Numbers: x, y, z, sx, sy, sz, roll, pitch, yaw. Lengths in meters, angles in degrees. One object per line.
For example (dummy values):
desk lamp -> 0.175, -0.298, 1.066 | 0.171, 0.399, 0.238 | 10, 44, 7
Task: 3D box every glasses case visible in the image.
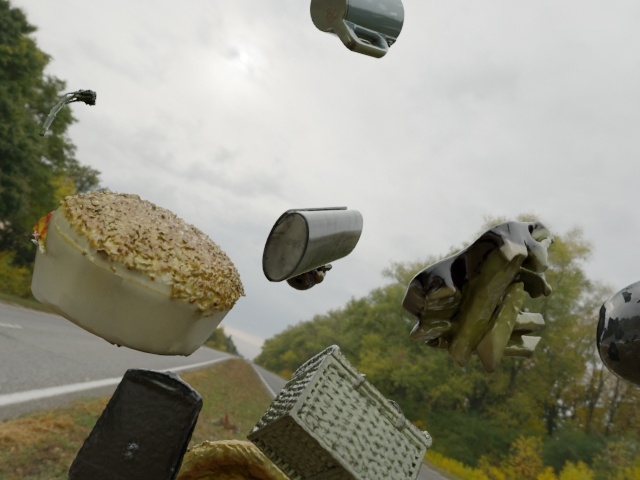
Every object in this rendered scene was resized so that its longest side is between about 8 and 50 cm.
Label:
glasses case -> 0.000, 0.000, 0.772 | 0.060, 0.114, 0.299 | 26, 12, 17

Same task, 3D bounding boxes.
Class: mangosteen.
mangosteen -> -0.036, 0.074, 1.247 | 0.140, 0.140, 0.140 | 21, -18, 7

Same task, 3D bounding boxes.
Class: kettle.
kettle -> 0.101, -0.562, 1.166 | 0.160, 0.243, 0.210 | -28, -94, 42

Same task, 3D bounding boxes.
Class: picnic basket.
picnic basket -> 0.033, 0.270, 0.636 | 0.196, 0.154, 0.134 | 43, -48, 0

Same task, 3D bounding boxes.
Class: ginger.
ginger -> 0.361, 0.134, 0.899 | 0.211, 0.358, 0.413 | 58, 12, 26

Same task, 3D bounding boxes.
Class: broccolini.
broccolini -> -0.599, -0.306, 1.053 | 0.052, 0.194, 0.054 | 39, -40, -12

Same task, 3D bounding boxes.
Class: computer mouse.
computer mouse -> -0.327, 0.375, 0.810 | 0.168, 0.295, 0.087 | 23, -12, 4

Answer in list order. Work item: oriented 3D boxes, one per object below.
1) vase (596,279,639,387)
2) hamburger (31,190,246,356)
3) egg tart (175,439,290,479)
vase -> 0.338, 0.122, 0.398 | 0.120, 0.182, 0.120 | -12, -41, -10
hamburger -> -0.255, 0.036, 0.650 | 0.294, 0.179, 0.276 | 25, 0, 15
egg tart -> -0.197, 0.569, 0.998 | 0.319, 0.318, 0.128 | 23, 4, 0
